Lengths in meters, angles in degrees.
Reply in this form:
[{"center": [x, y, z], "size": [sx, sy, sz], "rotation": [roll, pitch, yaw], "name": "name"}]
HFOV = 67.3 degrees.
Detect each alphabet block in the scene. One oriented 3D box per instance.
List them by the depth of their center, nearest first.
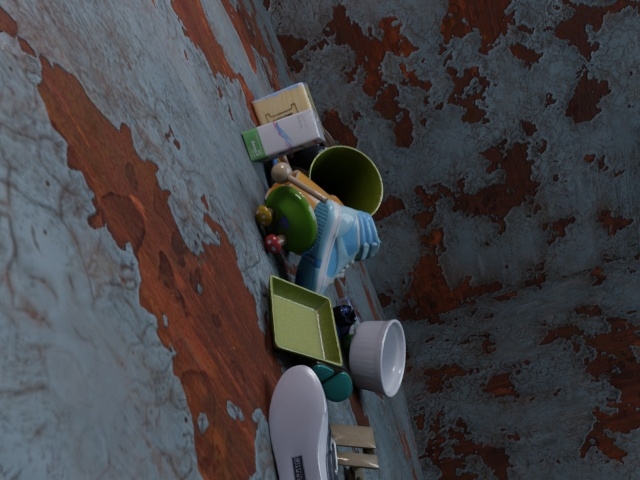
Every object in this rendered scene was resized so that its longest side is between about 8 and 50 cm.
[{"center": [-0.109, -0.432, 1.708], "size": [0.192, 0.193, 0.197], "rotation": [-73, 143, -72], "name": "alphabet block"}]

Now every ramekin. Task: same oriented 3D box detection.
[{"center": [0.211, 0.429, 1.786], "size": [0.277, 0.135, 0.278], "rotation": [1, 89, -63], "name": "ramekin"}]

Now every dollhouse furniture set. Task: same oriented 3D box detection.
[{"center": [0.058, 0.565, 1.190], "size": [0.144, 0.123, 0.151], "rotation": [-96, -161, -55], "name": "dollhouse furniture set"}]

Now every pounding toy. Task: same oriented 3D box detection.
[{"center": [-0.101, -0.056, 1.204], "size": [0.183, 0.110, 0.237], "rotation": [44, -41, 23], "name": "pounding toy"}]

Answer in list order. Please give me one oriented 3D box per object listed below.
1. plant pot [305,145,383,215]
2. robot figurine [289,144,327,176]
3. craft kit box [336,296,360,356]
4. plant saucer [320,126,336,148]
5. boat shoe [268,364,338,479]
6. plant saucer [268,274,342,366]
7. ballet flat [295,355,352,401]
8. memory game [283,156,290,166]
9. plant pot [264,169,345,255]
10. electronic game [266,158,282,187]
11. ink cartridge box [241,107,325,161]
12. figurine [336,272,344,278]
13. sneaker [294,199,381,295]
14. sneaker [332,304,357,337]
[{"center": [0.037, -0.157, 1.746], "size": [0.293, 0.274, 0.275], "rotation": [-33, -107, 64], "name": "plant pot"}, {"center": [-0.027, -0.279, 1.975], "size": [0.279, 0.173, 0.209], "rotation": [71, 19, -4], "name": "robot figurine"}, {"center": [0.141, 0.399, 1.956], "size": [0.247, 0.060, 0.250], "rotation": [-102, 169, -49], "name": "craft kit box"}, {"center": [-0.049, -0.429, 2.077], "size": [0.277, 0.041, 0.278], "rotation": [32, -19, 13], "name": "plant saucer"}, {"center": [-0.018, 0.381, 0.856], "size": [0.102, 0.108, 0.302], "rotation": [56, 20, -59], "name": "boat shoe"}, {"center": [-0.046, 0.190, 1.085], "size": [0.188, 0.045, 0.189], "rotation": [26, 36, -34], "name": "plant saucer"}, {"center": [0.011, 0.322, 1.214], "size": [0.096, 0.095, 0.280], "rotation": [63, 2, 38], "name": "ballet flat"}, {"center": [-0.098, -0.215, 1.646], "size": [0.186, 0.012, 0.186], "rotation": [-18, 90, -90], "name": "memory game"}, {"center": [-0.055, -0.093, 1.397], "size": [0.188, 0.205, 0.205], "rotation": [49, 18, -24], "name": "plant pot"}, {"center": [-0.118, -0.175, 1.580], "size": [0.229, 0.048, 0.230], "rotation": [-19, 90, -82], "name": "electronic game"}, {"center": [-0.102, -0.304, 1.410], "size": [0.154, 0.212, 0.093], "rotation": [-52, 123, -80], "name": "ink cartridge box"}, {"center": [0.036, 0.057, 1.762], "size": [0.209, 0.092, 0.215], "rotation": [2, 100, -74], "name": "figurine"}, {"center": [0.058, 0.058, 1.306], "size": [0.127, 0.208, 0.319], "rotation": [42, -61, 55], "name": "sneaker"}, {"center": [0.091, 0.291, 1.736], "size": [0.232, 0.090, 0.082], "rotation": [59, 16, -65], "name": "sneaker"}]
